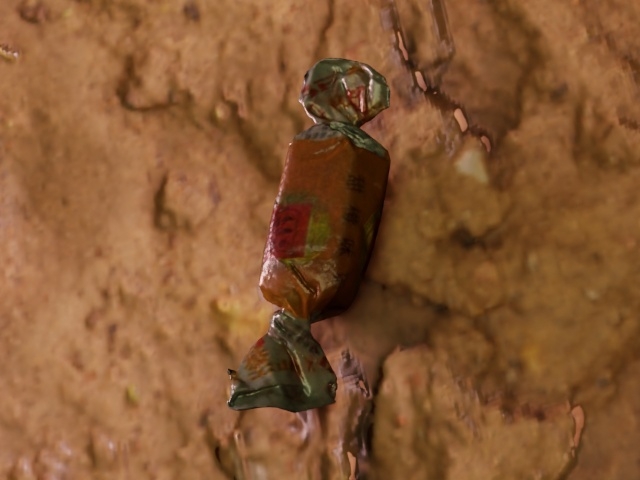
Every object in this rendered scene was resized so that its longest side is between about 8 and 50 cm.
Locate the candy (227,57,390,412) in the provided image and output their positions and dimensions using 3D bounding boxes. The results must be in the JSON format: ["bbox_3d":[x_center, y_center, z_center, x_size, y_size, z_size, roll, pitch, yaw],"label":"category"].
[{"bbox_3d":[0.000,0.000,0.855,0.053,0.046,0.182,6,68,24],"label":"candy"}]
